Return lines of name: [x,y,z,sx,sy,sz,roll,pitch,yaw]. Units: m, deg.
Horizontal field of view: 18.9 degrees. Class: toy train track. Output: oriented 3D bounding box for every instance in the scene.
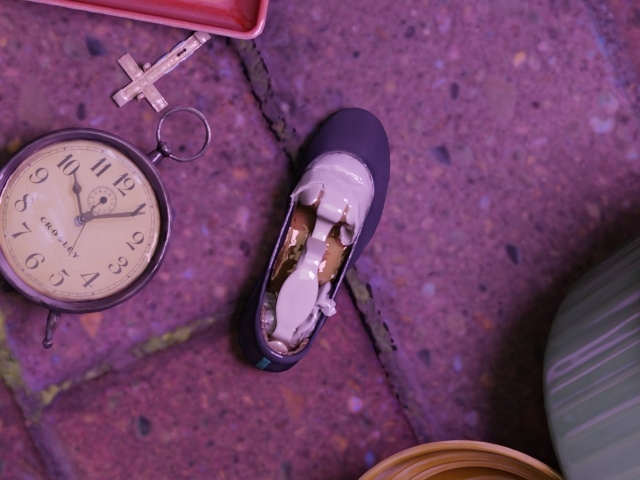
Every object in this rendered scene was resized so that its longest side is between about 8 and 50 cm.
toy train track: [-0.115,-0.126,1.390,0.083,0.014,0.048,-38,92,-5]

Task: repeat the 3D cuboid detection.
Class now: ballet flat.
ballet flat: [0.000,0.000,1.369,0.074,0.074,0.203,23,87,-4]

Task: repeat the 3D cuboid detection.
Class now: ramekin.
ramekin: [0.292,0.110,1.287,0.303,0.148,0.303,19,56,-31]

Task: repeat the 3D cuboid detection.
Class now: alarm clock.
alarm clock: [-0.155,-0.025,1.360,0.192,0.064,0.129,-40,92,-2]

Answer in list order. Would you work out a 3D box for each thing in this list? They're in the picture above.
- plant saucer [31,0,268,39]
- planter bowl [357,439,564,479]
plant saucer: [-0.149,-0.288,1.375,0.259,0.048,0.258,10,88,-5]
planter bowl: [0.116,0.228,1.347,0.217,0.090,0.217,5,105,17]
